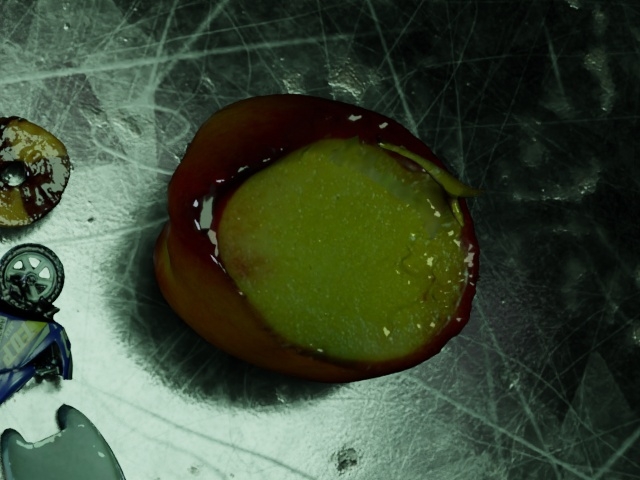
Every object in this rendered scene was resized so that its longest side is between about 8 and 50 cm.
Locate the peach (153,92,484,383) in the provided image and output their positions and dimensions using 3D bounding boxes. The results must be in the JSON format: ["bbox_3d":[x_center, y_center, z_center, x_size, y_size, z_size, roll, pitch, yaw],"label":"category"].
[{"bbox_3d":[-0.020,-0.004,1.886,0.406,0.310,0.335,14,88,-28],"label":"peach"}]

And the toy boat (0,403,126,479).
[{"bbox_3d":[-0.301,0.304,1.872,0.134,0.079,0.208,-23,75,-28],"label":"toy boat"}]

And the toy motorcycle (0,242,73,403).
[{"bbox_3d":[-0.402,0.152,1.848,0.315,0.113,0.169,-44,102,-12],"label":"toy motorcycle"}]

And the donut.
[{"bbox_3d":[-0.379,-0.080,1.930,0.140,0.059,0.140,4,76,-17],"label":"donut"}]
